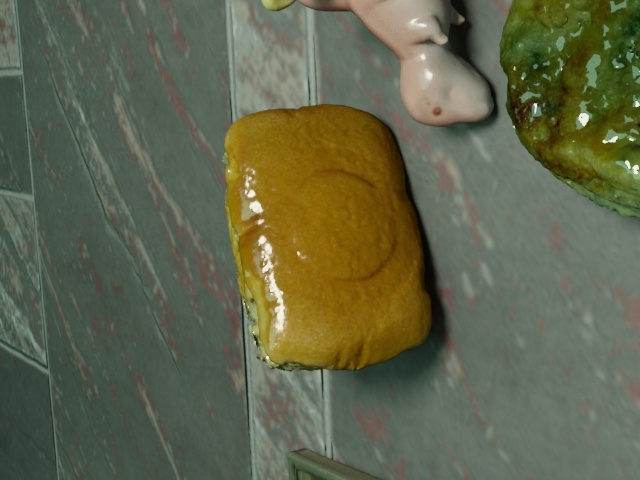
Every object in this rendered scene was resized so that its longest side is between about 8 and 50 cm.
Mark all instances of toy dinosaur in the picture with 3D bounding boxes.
[{"bbox_3d":[0.064,-0.196,0.878,0.194,0.152,0.177,15,117,10],"label":"toy dinosaur"}]

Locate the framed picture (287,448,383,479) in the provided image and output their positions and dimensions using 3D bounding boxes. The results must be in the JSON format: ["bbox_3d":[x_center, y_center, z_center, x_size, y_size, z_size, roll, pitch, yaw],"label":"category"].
[{"bbox_3d":[0.109,0.404,1.020,0.446,0.028,0.326,7,104,55],"label":"framed picture"}]

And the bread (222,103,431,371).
[{"bbox_3d":[0.000,0.000,0.957,0.121,0.174,0.245,-32,63,59],"label":"bread"}]

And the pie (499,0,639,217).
[{"bbox_3d":[0.222,-0.144,0.680,0.277,0.078,0.277,17,112,52],"label":"pie"}]
